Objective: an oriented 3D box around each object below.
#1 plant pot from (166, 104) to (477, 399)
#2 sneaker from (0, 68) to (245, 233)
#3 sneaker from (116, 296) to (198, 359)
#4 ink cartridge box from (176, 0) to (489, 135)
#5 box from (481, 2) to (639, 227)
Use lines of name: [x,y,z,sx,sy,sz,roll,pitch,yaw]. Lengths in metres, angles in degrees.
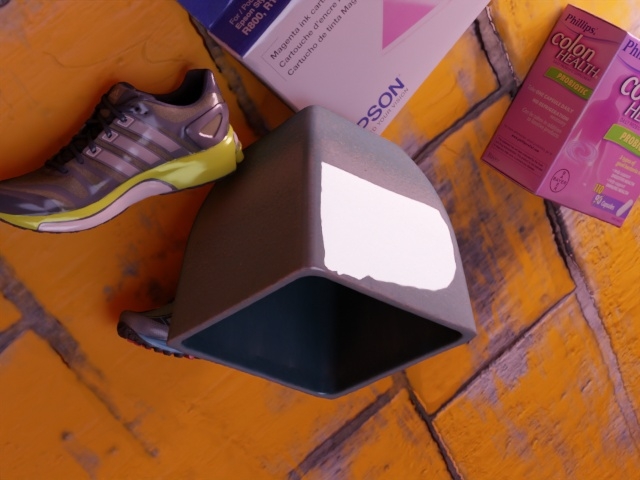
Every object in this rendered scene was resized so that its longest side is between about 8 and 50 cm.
plant pot: [0.000,0.000,1.383,0.247,0.252,0.247,23,144,-35]
sneaker: [-0.223,-0.099,1.293,0.300,0.111,0.121,-24,120,-31]
sneaker: [-0.130,0.066,1.484,0.261,0.104,0.125,-6,104,-40]
ink cartridge box: [0.042,-0.296,1.384,0.324,0.071,0.330,-51,137,1]
box: [0.378,-0.166,1.697,0.213,0.117,0.243,17,106,-43]
